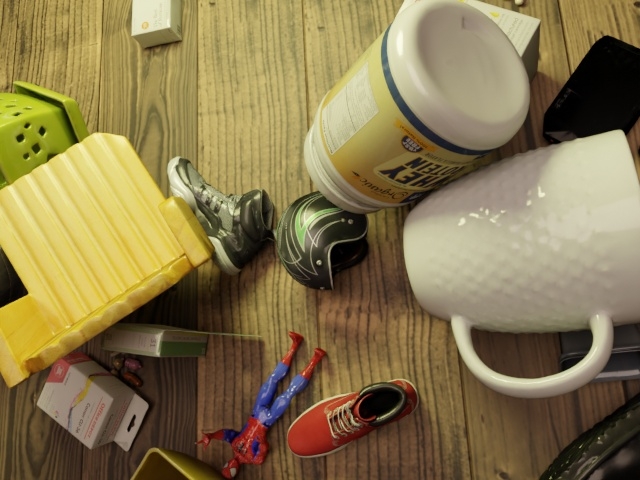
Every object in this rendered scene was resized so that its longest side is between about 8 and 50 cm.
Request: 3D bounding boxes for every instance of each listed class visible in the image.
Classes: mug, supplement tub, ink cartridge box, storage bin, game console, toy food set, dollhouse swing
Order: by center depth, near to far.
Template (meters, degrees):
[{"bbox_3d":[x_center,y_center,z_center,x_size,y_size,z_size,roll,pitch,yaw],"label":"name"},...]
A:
[{"bbox_3d":[0.305,0.047,0.909,0.328,0.276,0.374,-12,56,24],"label":"mug"},{"bbox_3d":[0.128,-0.184,0.934,0.228,0.316,0.228,10,67,-25],"label":"supplement tub"},{"bbox_3d":[0.437,0.165,0.960,0.135,0.098,0.091,-9,47,15],"label":"storage bin"},{"bbox_3d":[-0.405,-0.010,1.018,0.347,0.315,0.305,-33,97,-5],"label":"dollhouse swing"},{"bbox_3d":[0.575,-0.185,1.022,0.361,0.044,0.213,34,88,21],"label":"game console"},{"bbox_3d":[0.241,-0.311,1.086,0.233,0.168,0.171,27,86,22],"label":"ink cartridge box"},{"bbox_3d":[-0.245,0.185,1.110,0.235,0.171,0.056,5,82,18],"label":"ink cartridge box"},{"bbox_3d":[-0.440,0.316,1.182,0.198,0.067,0.115,28,98,21],"label":"ink cartridge box"},{"bbox_3d":[-0.385,0.273,1.212,0.078,0.019,0.122,-22,71,11],"label":"toy food set"}]

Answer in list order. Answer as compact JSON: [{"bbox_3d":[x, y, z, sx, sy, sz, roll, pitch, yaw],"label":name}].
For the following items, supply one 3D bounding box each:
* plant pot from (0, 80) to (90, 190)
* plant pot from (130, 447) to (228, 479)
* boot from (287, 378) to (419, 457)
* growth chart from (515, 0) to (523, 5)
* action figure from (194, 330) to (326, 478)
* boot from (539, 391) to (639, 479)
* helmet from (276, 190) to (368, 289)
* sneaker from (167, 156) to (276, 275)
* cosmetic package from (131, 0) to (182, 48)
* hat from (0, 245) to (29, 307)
[{"bbox_3d":[-0.604,-0.193,1.258,0.227,0.228,0.207,23,49,32],"label":"plant pot"},{"bbox_3d":[-0.212,0.485,1.018,0.212,0.187,0.212,30,88,21],"label":"plant pot"},{"bbox_3d":[0.035,0.291,0.998,0.244,0.176,0.088,-27,72,11],"label":"boot"},{"bbox_3d":[0.306,-0.560,1.208,0.237,0.021,0.172,19,82,20],"label":"growth chart"},{"bbox_3d":[-0.106,0.295,1.065,0.091,0.139,0.280,29,89,22],"label":"action figure"},{"bbox_3d":[0.501,0.362,0.862,0.348,0.131,0.260,-40,69,4],"label":"boot"},{"bbox_3d":[0.000,0.000,1.088,0.161,0.169,0.169,-35,69,-11],"label":"helmet"},{"bbox_3d":[-0.183,-0.076,1.198,0.153,0.101,0.268,-33,76,6],"label":"sneaker"},{"bbox_3d":[-0.371,-0.565,1.393,0.099,0.060,0.239,-8,74,16],"label":"cosmetic package"},{"bbox_3d":[-0.687,0.056,1.224,0.331,0.134,0.331,10,109,32],"label":"hat"}]
